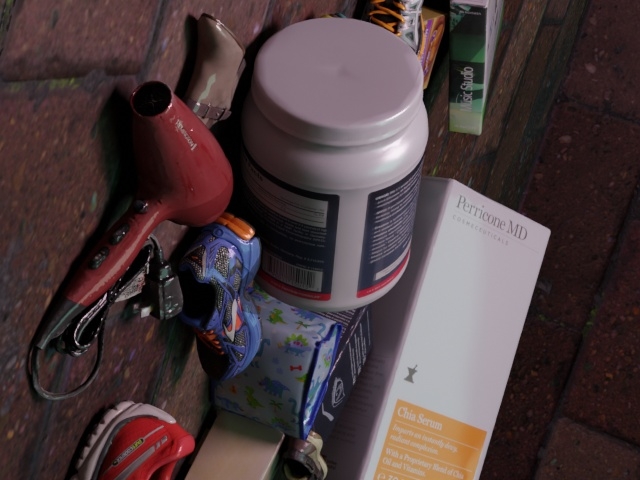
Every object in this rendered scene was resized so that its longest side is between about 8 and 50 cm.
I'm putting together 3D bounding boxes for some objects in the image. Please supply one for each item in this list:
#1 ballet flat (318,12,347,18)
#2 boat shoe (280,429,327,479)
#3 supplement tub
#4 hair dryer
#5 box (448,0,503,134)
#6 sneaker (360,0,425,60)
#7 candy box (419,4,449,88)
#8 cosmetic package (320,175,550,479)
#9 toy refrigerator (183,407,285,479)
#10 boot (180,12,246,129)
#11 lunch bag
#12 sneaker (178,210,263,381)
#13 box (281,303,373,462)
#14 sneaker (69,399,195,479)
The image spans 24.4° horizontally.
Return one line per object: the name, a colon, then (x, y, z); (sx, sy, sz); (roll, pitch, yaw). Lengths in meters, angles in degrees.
ballet flat: (0.013, -0.172, 1.678); (0.077, 0.077, 0.231); (-43, 156, -11)
boat shoe: (-0.026, 0.276, 1.826); (0.049, 0.056, 0.152); (-57, 160, -25)
supplement tub: (0.011, -0.075, 1.543); (0.191, 0.191, 0.272); (-56, 161, -39)
hair dryer: (-0.150, -0.007, 1.292); (0.223, 0.080, 0.293); (-43, 150, -57)
box: (0.224, -0.331, 2.107); (0.322, 0.058, 0.232); (79, 21, -61)
sneaker: (0.086, -0.285, 1.751); (0.083, 0.084, 0.215); (35, 67, -72)
candy box: (0.105, -0.241, 1.914); (0.186, 0.053, 0.109); (-31, 140, -64)
cosmetic package: (0.144, 0.155, 2.109); (0.230, 0.161, 0.453); (23, 80, -39)
toy refrigerator: (-0.142, 0.342, 1.774); (0.102, 0.094, 0.269); (93, 23, -67)
boot: (-0.105, -0.144, 1.346); (0.087, 0.042, 0.118); (-58, 156, -10)
lunch bag: (-0.057, 0.149, 1.733); (0.096, 0.129, 0.151); (-39, 146, -61)
sneaker: (-0.117, 0.069, 1.547); (0.087, 0.083, 0.221); (-40, 145, -35)
box: (-0.021, 0.169, 1.922); (0.207, 0.108, 0.153); (-60, 163, -27)
sneaker: (-0.203, 0.298, 1.445); (0.279, 0.118, 0.107); (-70, 164, 3)
